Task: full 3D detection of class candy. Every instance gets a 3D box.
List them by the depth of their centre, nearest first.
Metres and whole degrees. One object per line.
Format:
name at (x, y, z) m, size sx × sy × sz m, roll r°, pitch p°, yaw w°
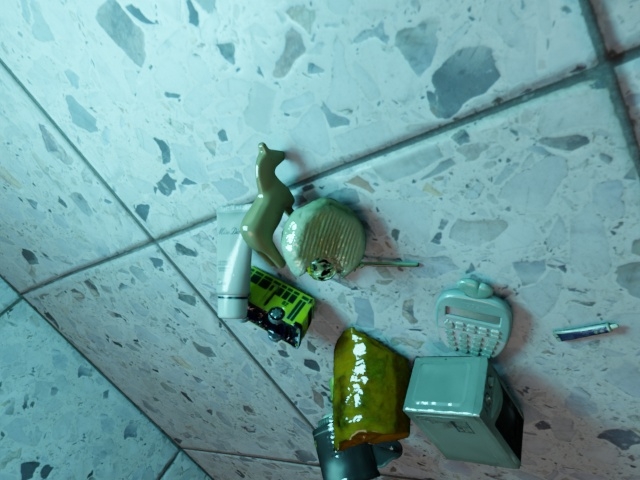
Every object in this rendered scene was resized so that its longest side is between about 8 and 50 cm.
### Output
candy at (0.101, 0.065, 1.188) m, size 0.305 × 0.083 × 0.091 m, roll 1°, pitch 126°, yaw 20°

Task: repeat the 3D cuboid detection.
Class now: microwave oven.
microwave oven at (0.394, 0.453, 1.243) m, size 0.237 × 0.181 × 0.295 m, roll -11°, pitch 130°, yaw 39°

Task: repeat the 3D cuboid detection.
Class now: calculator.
calculator at (0.381, 0.200, 1.153) m, size 0.183 × 0.042 × 0.295 m, roll 10°, pitch 134°, yaw 23°

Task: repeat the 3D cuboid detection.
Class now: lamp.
lamp at (0.078, 0.753, 1.637) m, size 0.272 × 0.374 × 0.205 m, roll 52°, pitch 172°, yaw 28°

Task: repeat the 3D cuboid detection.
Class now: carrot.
carrot at (0.152, 0.456, 1.386) m, size 0.241 × 0.341 × 0.241 m, roll 4°, pitch 155°, yaw 2°

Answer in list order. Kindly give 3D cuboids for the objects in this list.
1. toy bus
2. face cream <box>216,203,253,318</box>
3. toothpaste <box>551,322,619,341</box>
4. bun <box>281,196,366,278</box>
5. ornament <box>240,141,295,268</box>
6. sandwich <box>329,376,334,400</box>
toy bus at (-0.144, 0.195, 1.378) m, size 0.262 × 0.150 × 0.128 m, roll 26°, pitch 140°, yaw 16°
face cream at (-0.238, 0.058, 1.276) m, size 0.143 × 0.089 × 0.315 m, roll -2°, pitch 83°, yaw 33°
toothpaste at (0.600, 0.206, 1.042) m, size 0.037 × 0.021 × 0.139 m, roll 47°, pitch 137°, yaw -15°
bun at (0.000, 0.000, 1.107) m, size 0.212 × 0.204 × 0.126 m, roll 37°, pitch 178°, yaw -27°
ornament at (-0.117, -0.088, 1.094) m, size 0.061 × 0.230 × 0.245 m, roll 10°, pitch 153°, yaw 31°
sandwich at (0.097, 0.522, 1.626) m, size 0.116 × 0.074 × 0.074 m, roll 10°, pitch 141°, yaw -23°
